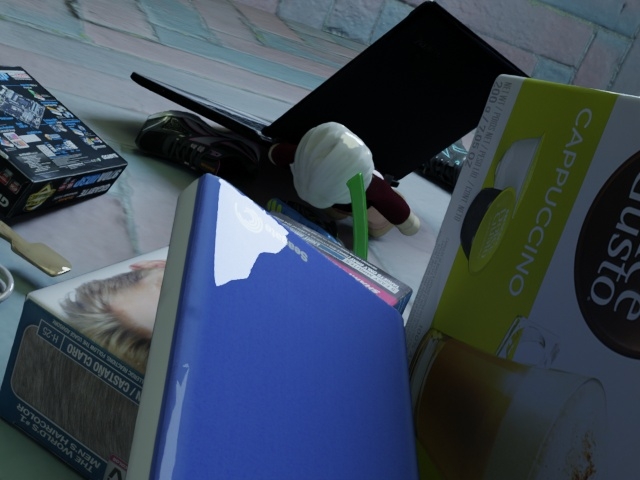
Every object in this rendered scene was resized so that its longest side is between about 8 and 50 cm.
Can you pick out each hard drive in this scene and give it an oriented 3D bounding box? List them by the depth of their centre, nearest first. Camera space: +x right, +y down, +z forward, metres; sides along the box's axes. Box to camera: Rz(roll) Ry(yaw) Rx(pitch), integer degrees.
[{"bbox_3d":[-0.016,0.124,0.512,0.210,0.040,0.319,37,32,-29],"label":"hard drive"}]

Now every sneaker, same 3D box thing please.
[{"bbox_3d":[0.000,0.000,1.014,0.078,0.067,0.188,-1,28,-33],"label":"sneaker"},{"bbox_3d":[-0.161,-0.122,1.150,0.178,0.072,0.077,8,36,-20],"label":"sneaker"},{"bbox_3d":[0.240,-0.136,1.580,0.106,0.101,0.267,-10,32,-16],"label":"sneaker"}]

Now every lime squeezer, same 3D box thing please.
[{"bbox_3d":[0.090,0.085,0.872,0.310,0.110,0.059,53,3,-5],"label":"lime squeezer"}]

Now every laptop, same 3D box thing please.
[{"bbox_3d":[0.027,-0.228,1.217,0.408,0.236,0.382,29,9,31],"label":"laptop"}]

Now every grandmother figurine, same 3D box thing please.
[{"bbox_3d":[0.029,-0.073,1.029,0.207,0.104,0.342,17,-3,7],"label":"grandmother figurine"}]

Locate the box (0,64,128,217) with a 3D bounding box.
[{"bbox_3d":[-0.320,-0.111,0.884,0.175,0.051,0.220,41,15,1],"label":"box"}]

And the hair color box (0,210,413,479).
[{"bbox_3d":[-0.068,0.083,0.699,0.173,0.105,0.347,29,23,17],"label":"hair color box"}]

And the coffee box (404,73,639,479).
[{"bbox_3d":[0.295,0.093,0.640,0.338,0.338,0.334,14,11,-23],"label":"coffee box"}]

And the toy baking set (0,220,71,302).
[{"bbox_3d":[-0.359,-0.004,0.728,0.256,0.030,0.197,4,31,-39],"label":"toy baking set"}]
